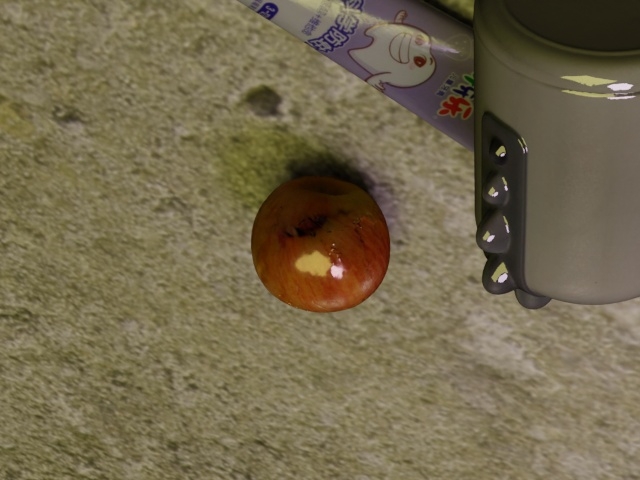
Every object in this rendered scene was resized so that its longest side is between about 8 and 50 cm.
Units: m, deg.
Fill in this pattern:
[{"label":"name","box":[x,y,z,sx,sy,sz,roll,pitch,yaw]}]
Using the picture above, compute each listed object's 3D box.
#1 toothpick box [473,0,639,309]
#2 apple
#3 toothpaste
[{"label":"toothpick box","box":[0.224,-0.077,1.421,0.229,0.229,0.316,12,134,16]},{"label":"apple","box":[0.000,0.000,1.662,0.146,0.146,0.146,13,134,15]},{"label":"toothpaste","box":[0.041,-0.200,1.521,0.371,0.080,0.125,29,132,-12]}]
